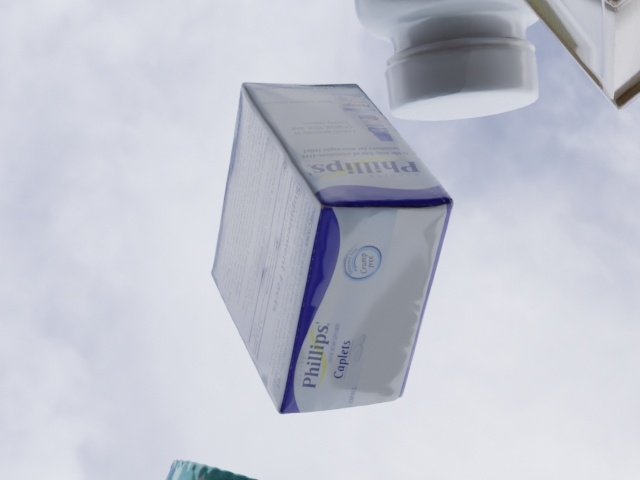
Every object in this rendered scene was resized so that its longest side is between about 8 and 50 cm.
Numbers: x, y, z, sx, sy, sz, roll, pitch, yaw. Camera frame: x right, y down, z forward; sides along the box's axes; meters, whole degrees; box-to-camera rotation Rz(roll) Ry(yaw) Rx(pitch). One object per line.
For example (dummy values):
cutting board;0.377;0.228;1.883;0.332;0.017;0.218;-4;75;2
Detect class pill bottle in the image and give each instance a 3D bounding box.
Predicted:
pill bottle;0.111;-0.272;1.128;0.176;0.176;0.318;-6;-95;13

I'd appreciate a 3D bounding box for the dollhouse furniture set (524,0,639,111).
dollhouse furniture set;0.166;-0.174;0.449;0.242;0.161;0.212;-38;-101;7

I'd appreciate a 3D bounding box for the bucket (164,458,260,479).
bucket;-0.022;0.279;0.917;0.281;0.281;0.183;14;-105;18

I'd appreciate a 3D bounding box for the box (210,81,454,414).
box;0.000;0.000;0.689;0.072;0.126;0.137;-2;-147;-21
